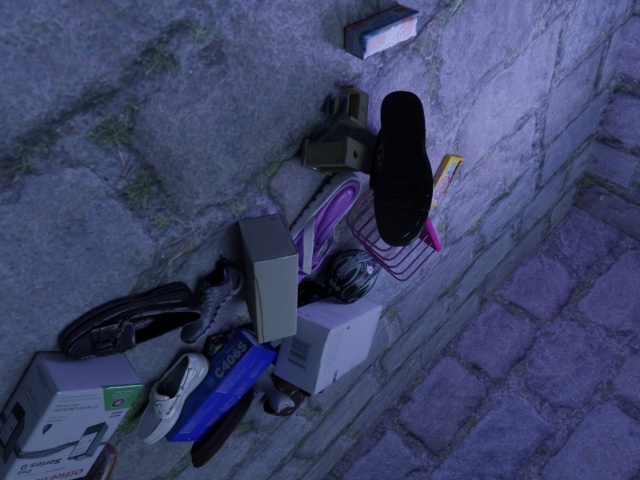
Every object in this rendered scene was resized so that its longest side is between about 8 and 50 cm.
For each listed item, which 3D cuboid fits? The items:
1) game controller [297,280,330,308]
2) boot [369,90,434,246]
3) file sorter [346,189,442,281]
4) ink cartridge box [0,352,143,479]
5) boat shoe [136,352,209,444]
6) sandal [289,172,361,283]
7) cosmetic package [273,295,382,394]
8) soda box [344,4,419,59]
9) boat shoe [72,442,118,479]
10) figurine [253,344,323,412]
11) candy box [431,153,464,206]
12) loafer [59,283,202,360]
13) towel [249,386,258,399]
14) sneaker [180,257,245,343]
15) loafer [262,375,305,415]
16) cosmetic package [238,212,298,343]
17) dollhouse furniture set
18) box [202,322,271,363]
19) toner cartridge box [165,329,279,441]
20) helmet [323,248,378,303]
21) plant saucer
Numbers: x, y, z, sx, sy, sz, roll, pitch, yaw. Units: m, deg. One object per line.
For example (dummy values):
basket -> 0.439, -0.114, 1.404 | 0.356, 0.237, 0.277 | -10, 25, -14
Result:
game controller -> -0.019, 0.233, 1.660 | 0.166, 0.067, 0.319 | -51, 149, 2
boot -> 0.193, -0.150, 1.274 | 0.284, 0.138, 0.377 | 82, 7, -79
file sorter -> 0.230, -0.019, 1.582 | 0.182, 0.202, 0.290 | -47, 149, -3
ink cartridge box -> -0.562, 0.393, 1.087 | 0.289, 0.121, 0.211 | -56, 148, 11
boat shoe -> -0.416, 0.415, 1.328 | 0.277, 0.098, 0.096 | -57, 148, -6
sandal -> -0.010, -0.001, 1.390 | 0.169, 0.102, 0.416 | 7, 119, -52
cosmetic package -> 0.036, 0.307, 1.577 | 0.385, 0.156, 0.217 | -10, 118, -59
soda box -> 0.140, -0.473, 1.124 | 0.183, 0.063, 0.058 | -33, 144, -26
boat shoe -> -0.614, 0.648, 1.310 | 0.324, 0.123, 0.116 | -53, 156, 17
figurine -> -0.125, 0.457, 1.622 | 0.215, 0.209, 0.092 | -13, 132, -45
candy box -> 0.445, -0.216, 1.814 | 0.105, 0.027, 0.206 | -3, 125, -46
loafer -> -0.405, 0.187, 1.095 | 0.302, 0.095, 0.109 | -24, 139, -36
towel -> -0.271, 0.558, 1.717 | 0.119, 0.029, 0.067 | -44, 148, -11
sneaker -> -0.289, 0.145, 1.232 | 0.223, 0.083, 0.098 | -55, 140, -14
loafer -> -0.096, 0.511, 1.787 | 0.130, 0.134, 0.366 | -3, 125, -51
cosmetic package -> -0.131, 0.102, 1.269 | 0.113, 0.160, 0.309 | -12, 134, -15
dollhouse furniture set -> 0.050, -0.261, 1.212 | 0.129, 0.129, 0.183 | 10, 85, -56
box -> -0.247, 0.326, 1.487 | 0.233, 0.044, 0.159 | -11, 133, -46
toner cartridge box -> -0.287, 0.420, 1.421 | 0.348, 0.075, 0.165 | -48, 149, -1
helmet -> 0.103, 0.107, 1.596 | 0.169, 0.169, 0.161 | -2, 133, -51
plant saucer -> -0.310, 0.570, 1.542 | 0.278, 0.041, 0.278 | -47, -174, 7
